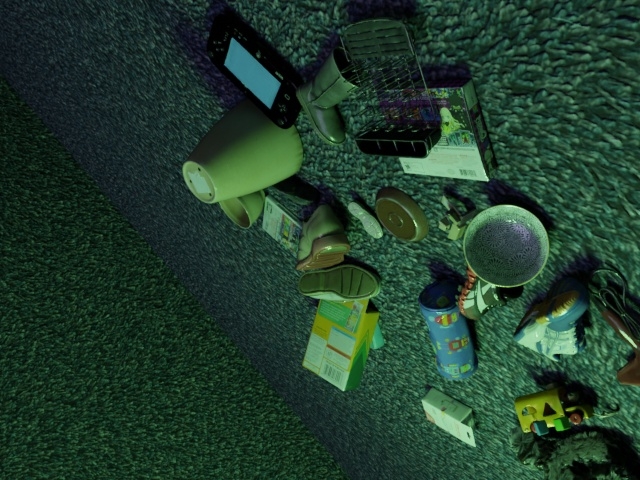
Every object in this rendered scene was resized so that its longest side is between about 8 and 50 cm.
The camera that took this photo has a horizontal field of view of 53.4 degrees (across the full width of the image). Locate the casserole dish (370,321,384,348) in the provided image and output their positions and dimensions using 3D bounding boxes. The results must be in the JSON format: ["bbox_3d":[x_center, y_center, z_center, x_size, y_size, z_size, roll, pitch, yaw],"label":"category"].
[{"bbox_3d":[0.156,0.305,2.179,0.114,0.037,0.188,25,146,40],"label":"casserole dish"}]

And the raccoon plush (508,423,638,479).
[{"bbox_3d":[0.736,0.637,1.681,0.299,0.216,0.446,40,-174,-14],"label":"raccoon plush"}]

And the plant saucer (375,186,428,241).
[{"bbox_3d":[0.200,-0.059,1.624,0.168,0.029,0.168,35,150,23],"label":"plant saucer"}]

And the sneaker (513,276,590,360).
[{"bbox_3d":[0.531,0.176,1.378,0.131,0.112,0.296,33,160,11],"label":"sneaker"}]

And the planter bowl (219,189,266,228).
[{"bbox_3d":[-0.250,-0.137,2.108,0.162,0.109,0.162,36,152,23],"label":"planter bowl"}]

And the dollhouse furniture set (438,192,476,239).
[{"bbox_3d":[0.285,-0.049,1.464,0.081,0.091,0.114,53,161,26],"label":"dollhouse furniture set"}]

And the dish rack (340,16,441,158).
[{"bbox_3d":[0.127,-0.302,1.269,0.208,0.074,0.272,12,132,49],"label":"dish rack"}]

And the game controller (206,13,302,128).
[{"bbox_3d":[-0.167,-0.431,1.629,0.319,0.067,0.166,44,154,6],"label":"game controller"}]

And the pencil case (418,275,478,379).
[{"bbox_3d":[0.342,0.237,1.707,0.133,0.119,0.306,-116,4,-53],"label":"pencil case"}]

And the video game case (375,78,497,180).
[{"bbox_3d":[0.237,-0.228,1.318,0.232,0.042,0.210,13,136,50],"label":"video game case"}]

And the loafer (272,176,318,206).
[{"bbox_3d":[-0.083,-0.144,1.888,0.170,0.062,0.061,30,159,20],"label":"loafer"}]

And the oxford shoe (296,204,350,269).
[{"bbox_3d":[0.000,0.000,1.941,0.397,0.140,0.147,135,125,-69],"label":"oxford shoe"}]

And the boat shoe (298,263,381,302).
[{"bbox_3d":[0.075,0.139,2.006,0.302,0.113,0.103,1,165,40],"label":"boat shoe"}]

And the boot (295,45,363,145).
[{"bbox_3d":[0.041,-0.326,1.468,0.190,0.076,0.208,52,147,-12],"label":"boot"}]

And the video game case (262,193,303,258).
[{"bbox_3d":[-0.119,-0.042,2.140,0.183,0.023,0.201,41,152,15],"label":"video game case"}]

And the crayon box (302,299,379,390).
[{"bbox_3d":[0.072,0.306,2.117,0.203,0.083,0.323,23,102,42],"label":"crayon box"}]

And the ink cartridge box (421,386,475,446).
[{"bbox_3d":[0.437,0.580,2.092,0.198,0.067,0.115,24,146,42],"label":"ink cartridge box"}]

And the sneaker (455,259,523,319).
[{"bbox_3d":[0.397,0.116,1.483,0.135,0.097,0.276,37,150,27],"label":"sneaker"}]

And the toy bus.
[{"bbox_3d":[0.587,0.408,1.580,0.191,0.202,0.104,117,140,-70],"label":"toy bus"}]

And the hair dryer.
[{"bbox_3d":[0.643,0.194,1.279,0.223,0.080,0.294,42,153,50],"label":"hair dryer"}]

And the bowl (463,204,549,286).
[{"bbox_3d":[0.390,0.008,1.336,0.170,0.170,0.080,43,-163,11],"label":"bowl"}]

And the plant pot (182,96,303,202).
[{"bbox_3d":[-0.231,-0.221,1.737,0.256,0.274,0.257,29,140,27],"label":"plant pot"}]

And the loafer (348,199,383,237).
[{"bbox_3d":[0.128,-0.062,1.728,0.125,0.039,0.045,47,121,-5],"label":"loafer"}]
